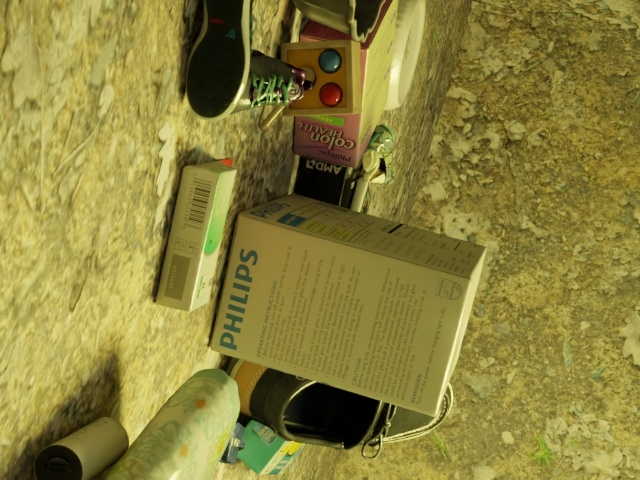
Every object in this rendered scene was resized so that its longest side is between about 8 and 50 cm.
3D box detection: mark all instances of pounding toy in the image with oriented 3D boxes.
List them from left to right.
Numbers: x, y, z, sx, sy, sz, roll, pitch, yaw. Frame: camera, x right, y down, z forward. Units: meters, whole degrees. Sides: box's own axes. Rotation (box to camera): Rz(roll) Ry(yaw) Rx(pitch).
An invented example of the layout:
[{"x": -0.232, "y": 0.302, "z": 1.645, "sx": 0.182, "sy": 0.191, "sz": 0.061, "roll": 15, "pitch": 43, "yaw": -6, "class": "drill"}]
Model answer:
[{"x": -0.015, "y": -0.234, "z": 1.789, "sx": 0.100, "sy": 0.141, "sz": 0.130, "roll": -28, "pitch": 117, "yaw": -77, "class": "pounding toy"}]

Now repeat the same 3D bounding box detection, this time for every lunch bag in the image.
[{"x": -0.155, "y": 0.321, "z": 1.893, "sx": 0.098, "sy": 0.065, "sz": 0.067, "roll": 67, "pitch": 38, "yaw": -73, "class": "lunch bag"}]

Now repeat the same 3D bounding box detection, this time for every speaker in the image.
[{"x": -0.253, "y": 0.228, "z": 1.263, "sx": 0.136, "sy": 0.055, "sz": 0.055, "roll": -18, "pitch": 121, "yaw": -79, "class": "speaker"}]

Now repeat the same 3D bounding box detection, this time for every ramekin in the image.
[{"x": 0.114, "y": -0.371, "z": 2.259, "sx": 0.273, "sy": 0.127, "sz": 0.273, "roll": 14, "pitch": 90, "yaw": -80, "class": "ramekin"}]

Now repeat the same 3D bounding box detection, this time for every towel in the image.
[{"x": -0.219, "y": 0.365, "z": 1.370, "sx": 0.320, "sy": 0.090, "sz": 0.375, "roll": -58, "pitch": 170, "yaw": -62, "class": "towel"}]

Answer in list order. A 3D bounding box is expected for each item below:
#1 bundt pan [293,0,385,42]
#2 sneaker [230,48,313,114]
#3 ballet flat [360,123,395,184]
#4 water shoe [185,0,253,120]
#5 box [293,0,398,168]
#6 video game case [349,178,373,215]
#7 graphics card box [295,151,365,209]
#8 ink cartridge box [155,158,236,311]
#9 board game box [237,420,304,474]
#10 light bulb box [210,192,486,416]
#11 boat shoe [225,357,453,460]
[{"x": 0.035, "y": -0.461, "z": 1.718, "sx": 0.331, "sy": 0.124, "sz": 0.331, "roll": 14, "pitch": 90, "yaw": -81, "class": "bundt pan"}, {"x": -0.075, "y": -0.205, "z": 1.530, "sx": 0.224, "sy": 0.098, "sz": 0.083, "roll": -51, "pitch": 153, "yaw": -68, "class": "sneaker"}, {"x": 0.100, "y": -0.145, "z": 2.200, "sx": 0.188, "sy": 0.070, "sz": 0.070, "roll": 79, "pitch": 26, "yaw": -60, "class": "ballet flat"}, {"x": -0.106, "y": -0.241, "z": 1.388, "sx": 0.080, "sy": 0.072, "sz": 0.203, "roll": -51, "pitch": 154, "yaw": -72, "class": "water shoe"}, {"x": 0.044, "y": -0.289, "z": 2.016, "sx": 0.214, "sy": 0.117, "sz": 0.243, "roll": -66, "pitch": 165, "yaw": -46, "class": "box"}, {"x": 0.062, "y": -0.003, "z": 2.243, "sx": 0.173, "sy": 0.022, "sz": 0.190, "roll": 69, "pitch": 36, "yaw": -73, "class": "video game case"}, {"x": 0.000, "y": 0.000, "z": 2.233, "sx": 0.233, "sy": 0.094, "sz": 0.371, "roll": -39, "pitch": 142, "yaw": -73, "class": "graphics card box"}, {"x": -0.142, "y": -0.013, "z": 1.560, "sx": 0.224, "sy": 0.056, "sz": 0.181, "roll": -23, "pitch": 127, "yaw": -75, "class": "ink cartridge box"}, {"x": -0.015, "y": 0.285, "z": 2.219, "sx": 0.336, "sy": 0.079, "sz": 0.254, "roll": -51, "pitch": 168, "yaw": -3, "class": "board game box"}, {"x": 0.058, "y": 0.087, "z": 1.902, "sx": 0.358, "sy": 0.361, "sz": 0.225, "roll": -30, "pitch": 135, "yaw": -76, "class": "light bulb box"}, {"x": 0.062, "y": 0.282, "z": 2.036, "sx": 0.500, "sy": 0.156, "sz": 0.187, "roll": 15, "pitch": 101, "yaw": -42, "class": "boat shoe"}]
